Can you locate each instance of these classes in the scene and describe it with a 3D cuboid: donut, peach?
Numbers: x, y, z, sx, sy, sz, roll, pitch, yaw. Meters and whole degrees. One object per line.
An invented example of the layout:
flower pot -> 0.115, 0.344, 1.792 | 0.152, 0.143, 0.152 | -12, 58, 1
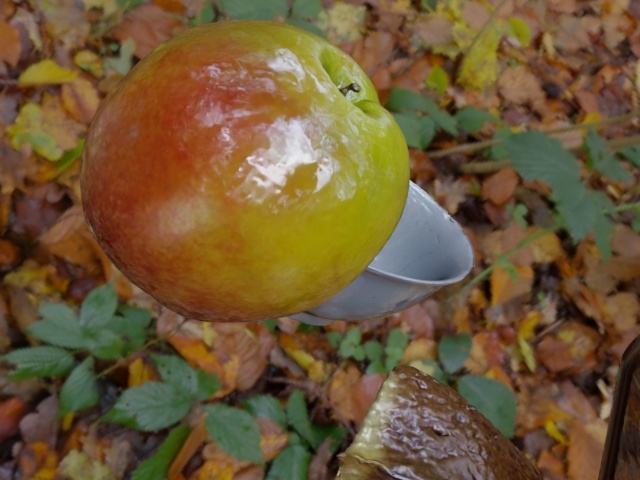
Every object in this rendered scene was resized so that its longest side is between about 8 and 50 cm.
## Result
donut -> 0.097, 0.193, 0.593 | 0.151, 0.295, 0.112 | 9, 51, 14
peach -> -0.053, -0.047, 0.644 | 0.231, 0.231, 0.230 | 27, 39, -25

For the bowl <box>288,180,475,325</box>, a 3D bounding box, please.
bowl -> 0.000, 0.000, 1.080 | 0.346, 0.157, 0.345 | 25, 23, -12

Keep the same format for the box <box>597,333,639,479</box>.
box -> 0.340, 0.242, 0.625 | 0.240, 0.339, 0.229 | -2, 36, 3
